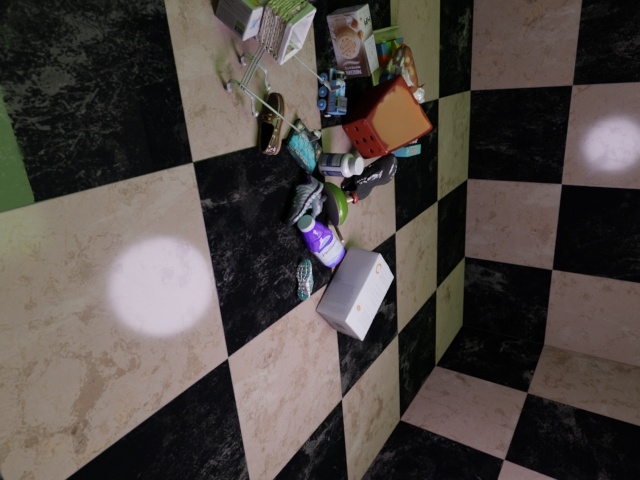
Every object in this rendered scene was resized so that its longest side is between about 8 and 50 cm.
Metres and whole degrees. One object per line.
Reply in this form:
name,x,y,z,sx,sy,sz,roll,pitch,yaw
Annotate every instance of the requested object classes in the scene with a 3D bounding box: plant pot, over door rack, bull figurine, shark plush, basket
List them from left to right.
over door rack,-0.115,-0.484,1.437,0.324,0.108,0.240,28,70,-20
basket,-0.103,-0.623,1.311,0.103,0.167,0.113,42,64,-2
shark plush,-0.034,-0.137,1.804,0.067,0.073,0.161,-2,121,-37
plant pot,0.256,-0.495,1.915,0.236,0.267,0.267,-44,110,-19
bull figurine,0.400,-0.747,2.097,0.188,0.101,0.310,-61,138,-28

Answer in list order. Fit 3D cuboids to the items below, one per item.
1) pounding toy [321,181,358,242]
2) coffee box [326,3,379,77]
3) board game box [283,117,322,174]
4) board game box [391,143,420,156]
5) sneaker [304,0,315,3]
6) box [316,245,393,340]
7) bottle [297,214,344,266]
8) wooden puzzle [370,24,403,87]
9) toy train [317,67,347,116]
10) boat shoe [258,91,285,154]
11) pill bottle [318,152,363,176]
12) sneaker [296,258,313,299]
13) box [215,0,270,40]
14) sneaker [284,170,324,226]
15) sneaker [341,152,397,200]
pounding toy,0.090,-0.137,1.825,0.110,0.183,0.237,-19,129,-13
coffee box,0.132,-0.786,1.789,0.098,0.141,0.247,-51,136,-38
board game box,-0.063,-0.352,1.702,0.186,0.026,0.126,46,60,-51
board game box,0.347,-0.431,2.139,0.160,0.210,0.047,-23,116,-52
sneaker,-0.058,-0.864,1.537,0.188,0.078,0.067,-4,101,-57
box,0.162,0.236,2.035,0.345,0.168,0.215,-60,141,-21
bottle,0.000,0.000,1.815,0.118,0.092,0.283,-51,140,-10
wooden puzzle,0.333,-0.824,2.141,0.322,0.080,0.348,-39,129,-46
toy train,0.050,-0.575,1.748,0.080,0.105,0.184,-10,106,-56
boat shoe,-0.164,-0.389,1.496,0.073,0.073,0.207,-9,105,-58
pill bottle,0.083,-0.302,1.804,0.094,0.169,0.094,-20,115,-53
sneaker,-0.058,0.153,1.817,0.076,0.064,0.167,-29,126,-70
box,-0.191,-0.688,1.315,0.114,0.103,0.203,42,50,0
sneaker,-0.086,-0.157,1.697,0.098,0.083,0.224,42,66,-14
sneaker,0.209,-0.274,1.944,0.130,0.286,0.109,6,51,-48
